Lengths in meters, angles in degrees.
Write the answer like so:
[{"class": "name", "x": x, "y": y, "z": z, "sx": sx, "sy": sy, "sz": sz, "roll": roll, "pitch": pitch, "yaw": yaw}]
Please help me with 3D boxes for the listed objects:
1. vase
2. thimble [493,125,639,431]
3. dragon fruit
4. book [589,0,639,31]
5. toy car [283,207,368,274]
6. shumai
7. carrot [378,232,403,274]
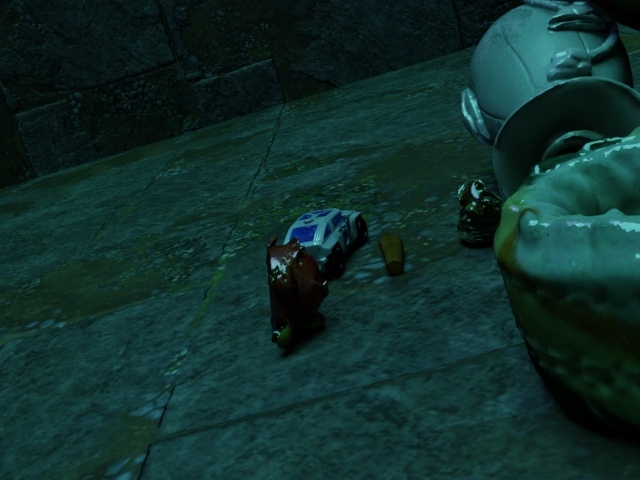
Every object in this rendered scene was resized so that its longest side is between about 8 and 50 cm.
[{"class": "vase", "x": 0.315, "y": -0.182, "z": 1.046, "sx": 0.250, "sy": 0.250, "sz": 0.445, "roll": -13, "pitch": 24, "yaw": 16}, {"class": "thimble", "x": 0.278, "y": 0.016, "z": 0.576, "sx": 0.288, "sy": 0.167, "sz": 0.254, "roll": -1, "pitch": 25, "yaw": 46}, {"class": "dragon fruit", "x": -0.027, "y": 0.051, "z": 0.874, "sx": 0.068, "sy": 0.112, "sz": 0.126, "roll": -4, "pitch": 16, "yaw": -6}, {"class": "book", "x": 0.466, "y": -0.281, "z": 1.002, "sx": 0.239, "sy": 0.035, "sz": 0.352, "roll": 13, "pitch": 22, "yaw": -41}, {"class": "toy car", "x": 0.000, "y": 0.000, "z": 1.059, "sx": 0.080, "sy": 0.070, "sz": 0.170, "roll": -8, "pitch": 18, "yaw": 25}, {"class": "shumai", "x": 0.201, "y": -0.040, "z": 0.970, "sx": 0.082, "sy": 0.080, "sz": 0.083, "roll": -28, "pitch": 18, "yaw": -36}, {"class": "carrot", "x": 0.091, "y": 0.015, "z": 0.994, "sx": 0.032, "sy": 0.032, "sz": 0.093, "roll": -15, "pitch": 20, "yaw": 7}]
